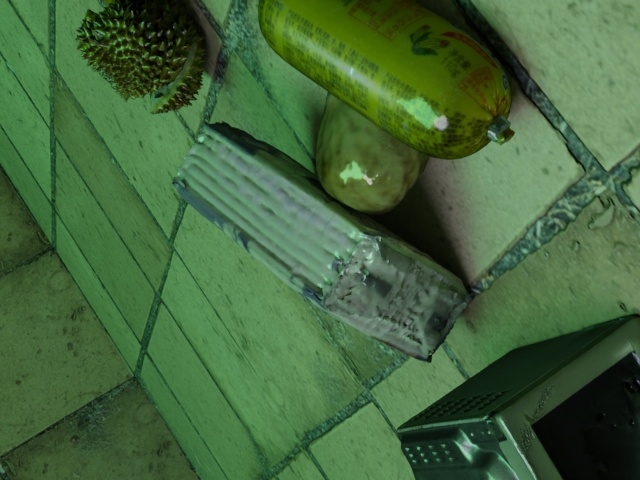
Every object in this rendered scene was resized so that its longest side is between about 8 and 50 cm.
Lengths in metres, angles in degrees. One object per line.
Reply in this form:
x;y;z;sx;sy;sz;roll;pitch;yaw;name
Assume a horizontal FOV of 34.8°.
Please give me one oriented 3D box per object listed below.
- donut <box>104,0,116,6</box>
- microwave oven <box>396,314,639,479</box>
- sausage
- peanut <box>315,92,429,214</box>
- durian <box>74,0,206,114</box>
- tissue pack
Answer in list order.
-0.316;-0.420;1.595;0.140;0.059;0.140;46;154;30;donut
0.272;0.297;1.052;0.355;0.218;0.286;59;156;1;microwave oven
0.058;-0.188;1.021;0.347;0.123;0.123;38;149;32;sausage
0.057;-0.107;1.122;0.140;0.109;0.159;-24;61;61;peanut
-0.264;-0.306;1.504;0.237;0.193;0.138;37;127;21;durian
0.000;0.000;1.260;0.344;0.125;0.242;38;-175;42;tissue pack
